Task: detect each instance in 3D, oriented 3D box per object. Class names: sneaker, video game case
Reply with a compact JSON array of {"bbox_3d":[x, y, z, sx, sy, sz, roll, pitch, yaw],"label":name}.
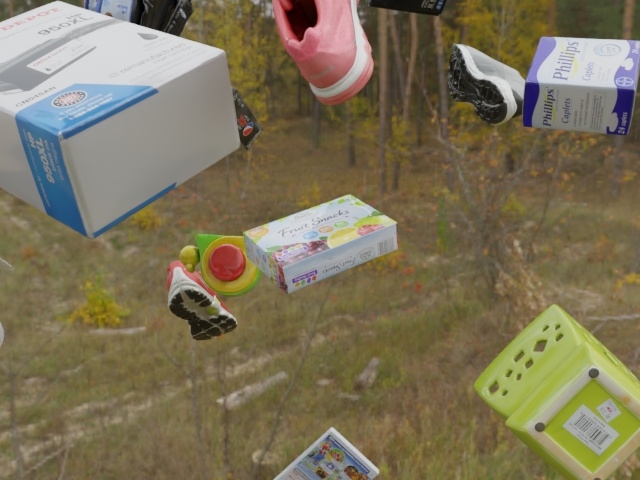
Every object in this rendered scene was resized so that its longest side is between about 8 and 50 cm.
[{"bbox_3d":[0.333,-0.312,1.381,0.108,0.100,0.271,-10,40,-15],"label":"sneaker"},{"bbox_3d":[-0.260,0.130,1.529,0.107,0.279,0.118,-19,58,-2],"label":"sneaker"},{"bbox_3d":[0.005,0.314,0.922,0.087,0.122,0.011,43,16,-4],"label":"video game case"},{"bbox_3d":[-0.008,-0.341,0.941,0.116,0.314,0.136,-23,-30,24],"label":"sneaker"}]

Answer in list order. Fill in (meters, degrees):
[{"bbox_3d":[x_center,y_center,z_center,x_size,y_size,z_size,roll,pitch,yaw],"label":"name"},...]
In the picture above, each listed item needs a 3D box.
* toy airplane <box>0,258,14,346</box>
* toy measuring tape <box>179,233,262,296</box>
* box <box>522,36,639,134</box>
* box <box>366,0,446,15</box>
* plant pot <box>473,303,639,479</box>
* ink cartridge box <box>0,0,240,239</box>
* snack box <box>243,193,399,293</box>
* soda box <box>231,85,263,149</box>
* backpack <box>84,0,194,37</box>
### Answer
[{"bbox_3d":[-0.618,0.159,1.066,0.386,0.385,0.272,-3,-10,43],"label":"toy airplane"},{"bbox_3d":[-0.106,0.054,1.314,0.330,0.121,0.121,4,13,4],"label":"toy measuring tape"},{"bbox_3d":[0.354,-0.212,0.943,0.137,0.072,0.126,9,46,23],"label":"box"},{"bbox_3d":[0.168,-0.498,1.217,0.147,0.180,0.078,1,48,-21],"label":"box"},{"bbox_3d":[0.438,0.284,1.216,0.228,0.227,0.207,41,8,-7],"label":"plant pot"},{"bbox_3d":[-0.363,-0.199,1.024,0.394,0.166,0.285,24,46,31],"label":"ink cartridge box"},{"bbox_3d":[0.000,0.000,0.763,0.141,0.037,0.100,-21,30,-23],"label":"snack box"},{"bbox_3d":[-0.162,-0.226,1.255,0.060,0.053,0.169,33,-7,18],"label":"soda box"},{"bbox_3d":[-0.484,-0.596,1.799,0.213,0.264,0.276,4,-11,15],"label":"backpack"}]
